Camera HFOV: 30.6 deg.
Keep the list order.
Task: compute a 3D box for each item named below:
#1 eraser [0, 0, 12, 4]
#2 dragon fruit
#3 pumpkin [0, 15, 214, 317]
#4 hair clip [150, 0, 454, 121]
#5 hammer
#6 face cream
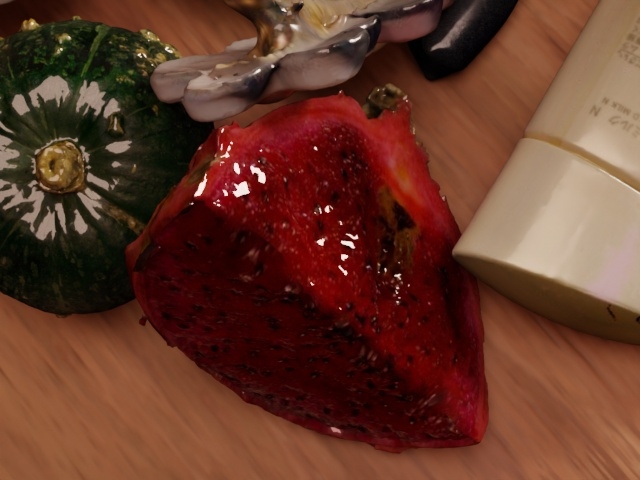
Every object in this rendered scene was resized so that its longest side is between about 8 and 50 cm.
[{"bbox_3d":[-0.277,-0.282,0.815,0.174,0.095,0.270,-7,57,-9],"label":"eraser"},{"bbox_3d":[0.000,0.000,0.738,0.134,0.262,0.211,-13,42,44],"label":"dragon fruit"},{"bbox_3d":[-0.158,-0.049,0.754,0.190,0.146,0.190,2,74,-7],"label":"pumpkin"},{"bbox_3d":[-0.005,-0.130,0.723,0.146,0.257,0.075,-13,98,32],"label":"hair clip"},{"bbox_3d":[0.152,-0.237,0.835,0.137,0.037,0.290,35,80,12],"label":"hammer"},{"bbox_3d":[0.241,-0.089,0.758,0.173,0.081,0.348,32,80,-5],"label":"face cream"}]
